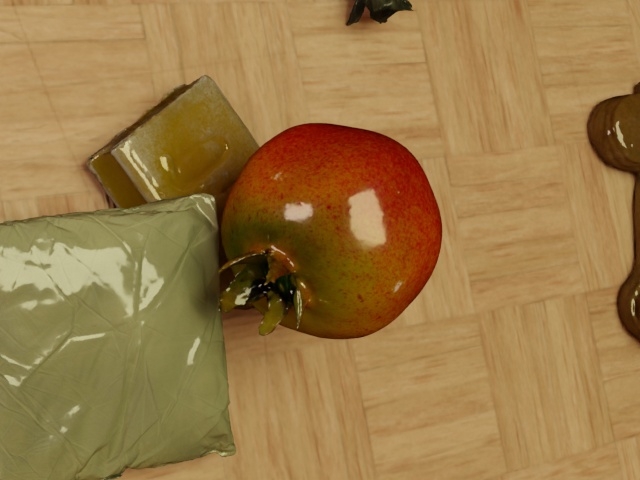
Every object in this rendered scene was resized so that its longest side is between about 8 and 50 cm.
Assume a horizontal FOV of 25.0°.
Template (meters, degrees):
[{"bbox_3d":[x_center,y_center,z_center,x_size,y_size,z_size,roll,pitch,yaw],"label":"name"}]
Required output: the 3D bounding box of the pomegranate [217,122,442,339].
[{"bbox_3d":[0.000,0.000,1.424,0.257,0.221,0.220,-37,103,-38],"label":"pomegranate"}]

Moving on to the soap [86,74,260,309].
[{"bbox_3d":[-0.111,-0.028,1.532,0.160,0.080,0.257,-45,107,-34],"label":"soap"}]

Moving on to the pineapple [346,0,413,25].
[{"bbox_3d":[0.056,-0.383,1.707,0.128,0.128,0.248,-7,89,-37],"label":"pineapple"}]

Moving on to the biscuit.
[{"bbox_3d":[0.531,-0.036,2.015,0.368,0.076,0.393,8,76,-36],"label":"biscuit"}]

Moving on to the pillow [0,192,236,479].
[{"bbox_3d":[-0.214,0.105,1.393,0.281,0.076,0.274,-9,99,-28],"label":"pillow"}]
